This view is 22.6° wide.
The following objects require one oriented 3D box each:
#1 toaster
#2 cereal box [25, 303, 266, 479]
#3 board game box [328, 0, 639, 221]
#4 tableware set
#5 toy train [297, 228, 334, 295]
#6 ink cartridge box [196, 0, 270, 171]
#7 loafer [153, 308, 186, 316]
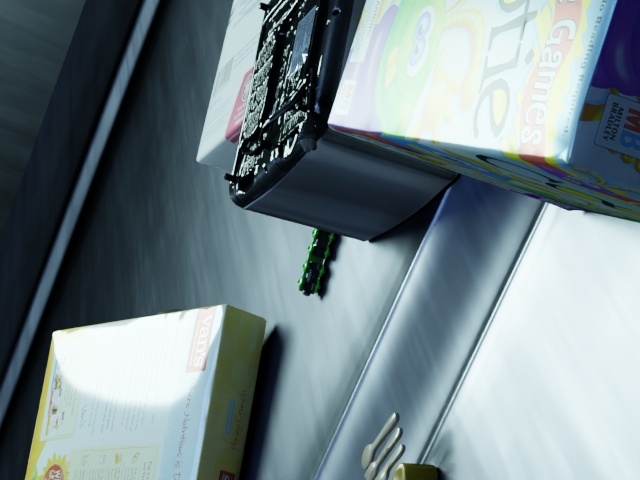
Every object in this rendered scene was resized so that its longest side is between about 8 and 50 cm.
[{"bbox_3d":[0.020,-0.096,1.033,0.168,0.110,0.186,141,143,-61],"label":"toaster"},{"bbox_3d":[-0.147,0.148,1.281,0.240,0.047,0.173,-10,65,46],"label":"cereal box"},{"bbox_3d":[0.124,-0.086,0.656,0.275,0.142,0.144,-159,86,-73],"label":"board game box"},{"bbox_3d":[0.027,0.180,0.903,0.154,0.024,0.104,-60,25,33],"label":"tableware set"},{"bbox_3d":[0.000,0.000,1.159,0.024,0.017,0.083,-179,105,-82],"label":"toy train"},{"bbox_3d":[-0.011,-0.167,1.226,0.158,0.092,0.218,152,131,-66],"label":"ink cartridge box"},{"bbox_3d":[-0.159,0.164,1.377,0.078,0.080,0.220,-109,40,-63],"label":"loafer"}]
